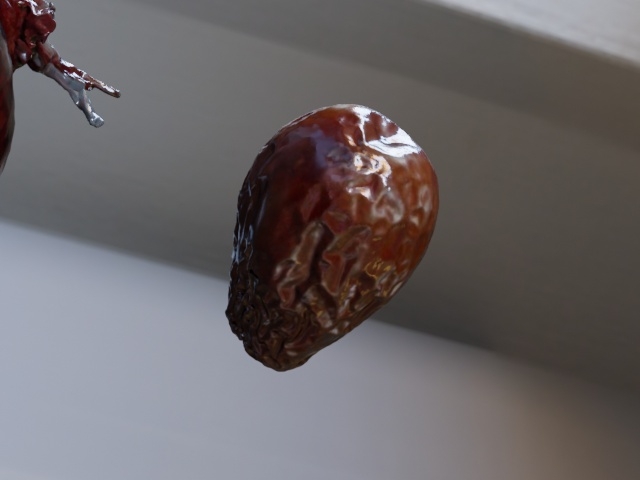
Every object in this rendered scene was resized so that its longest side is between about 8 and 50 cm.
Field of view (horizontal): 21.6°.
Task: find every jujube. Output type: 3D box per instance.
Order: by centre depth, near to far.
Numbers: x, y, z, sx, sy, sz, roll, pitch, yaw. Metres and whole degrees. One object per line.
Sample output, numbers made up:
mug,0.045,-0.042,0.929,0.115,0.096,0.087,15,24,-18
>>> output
jujube,0.000,0.000,1.435,0.236,0.168,0.168,-61,-161,23

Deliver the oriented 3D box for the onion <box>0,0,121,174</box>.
onion,-0.268,-0.131,1.075,0.273,0.285,0.273,43,-40,50
